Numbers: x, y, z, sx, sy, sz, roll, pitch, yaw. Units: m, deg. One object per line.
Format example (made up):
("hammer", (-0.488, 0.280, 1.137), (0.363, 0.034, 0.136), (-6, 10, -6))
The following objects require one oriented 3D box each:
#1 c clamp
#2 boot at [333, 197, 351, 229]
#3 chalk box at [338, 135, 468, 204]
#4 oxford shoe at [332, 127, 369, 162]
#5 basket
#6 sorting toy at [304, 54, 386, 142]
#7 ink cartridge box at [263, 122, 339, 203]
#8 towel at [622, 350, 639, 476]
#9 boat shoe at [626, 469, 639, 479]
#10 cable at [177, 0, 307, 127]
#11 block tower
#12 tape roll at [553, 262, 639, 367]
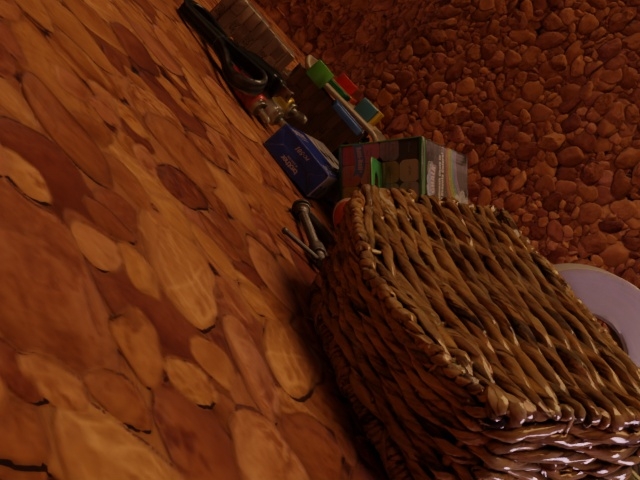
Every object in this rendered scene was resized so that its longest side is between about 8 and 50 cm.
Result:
("c clamp", (0.000, 0.000, 0.877), (0.137, 0.022, 0.160), (48, 10, -23))
("boot", (0.057, 0.017, 0.909), (0.158, 0.059, 0.084), (63, 11, 11))
("chalk box", (0.108, -0.068, 1.100), (0.213, 0.132, 0.132), (7, 82, -58))
("oxford shoe", (0.052, -0.183, 1.533), (0.083, 0.096, 0.227), (46, 13, -33))
("basket", (0.094, 0.121, 0.669), (0.214, 0.223, 0.299), (7, 33, -25))
("sorting toy", (0.059, -0.247, 1.390), (0.196, 0.047, 0.348), (51, 11, 2))
("ink cartridge box", (-0.008, -0.107, 1.148), (0.097, 0.046, 0.207), (51, 11, 10))
("towel", (0.382, 0.282, 1.068), (0.284, 0.121, 0.235), (-9, 89, -76))
("boat shoe", (0.371, 0.379, 0.857), (0.113, 0.103, 0.302), (-6, 46, -31))
("cable", (-0.144, -0.268, 1.185), (0.287, 0.072, 0.139), (42, 24, 21))
("block tower", (-0.068, -0.285, 1.391), (0.335, 0.097, 0.091), (45, 12, -18))
("tape roll", (0.407, 0.179, 1.256), (0.286, 0.286, 0.100), (52, 10, 5))
